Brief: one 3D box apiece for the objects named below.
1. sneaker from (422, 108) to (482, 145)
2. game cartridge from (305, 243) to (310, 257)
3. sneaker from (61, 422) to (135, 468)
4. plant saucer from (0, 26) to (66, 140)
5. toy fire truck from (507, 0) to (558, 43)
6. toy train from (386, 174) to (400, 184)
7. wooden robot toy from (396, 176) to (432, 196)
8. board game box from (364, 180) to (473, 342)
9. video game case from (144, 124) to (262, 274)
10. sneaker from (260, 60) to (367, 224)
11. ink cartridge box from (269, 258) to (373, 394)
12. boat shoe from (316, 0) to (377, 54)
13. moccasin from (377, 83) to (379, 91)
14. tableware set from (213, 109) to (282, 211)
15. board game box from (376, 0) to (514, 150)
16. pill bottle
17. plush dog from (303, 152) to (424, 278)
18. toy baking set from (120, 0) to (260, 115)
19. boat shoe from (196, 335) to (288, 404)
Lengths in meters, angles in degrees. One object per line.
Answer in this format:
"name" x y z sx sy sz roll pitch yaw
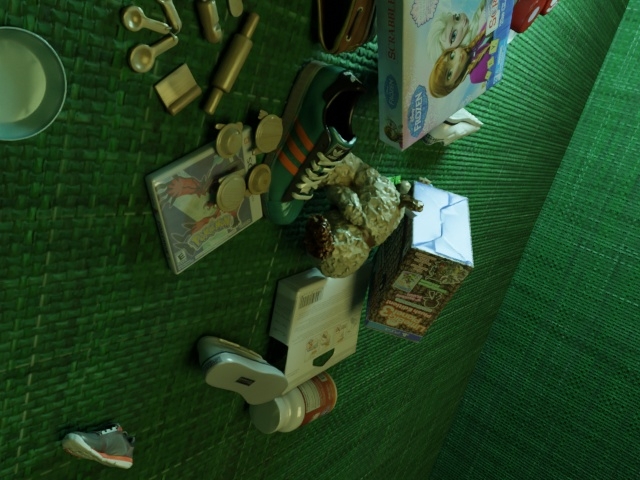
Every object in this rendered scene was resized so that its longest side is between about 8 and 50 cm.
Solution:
"sneaker" 0.345 -0.299 1.459 0.235 0.090 0.095 -11 134 -49
"game cartridge" 0.000 0.000 1.221 0.083 0.017 0.056 -40 146 -33
"sneaker" -0.361 0.329 0.913 0.158 0.061 0.065 64 32 -54
"plant saucer" -0.332 -0.167 0.589 0.119 0.021 0.119 -35 139 -38
"toy fire truck" 0.434 -0.538 1.337 0.302 0.169 0.254 -40 161 -32
"toy train" 0.172 -0.146 1.365 0.083 0.017 0.023 -21 120 -48
"wooden robot toy" 0.214 -0.118 1.427 0.079 0.076 0.173 44 73 -22
"board game box" 0.226 0.053 1.308 0.232 0.141 0.291 -78 -172 -47
"video game case" -0.177 -0.067 0.896 0.201 0.023 0.183 -38 141 -35
"sneaker" -0.013 -0.156 0.977 0.108 0.121 0.302 -4 117 -55
"ink cartridge box" 0.000 0.186 1.302 0.296 0.066 0.261 -16 122 -51
"boat shoe" 0.049 -0.442 0.861 0.104 0.111 0.307 -39 142 -36
"moccasin" 0.260 -0.378 1.205 0.342 0.138 0.117 -24 128 -48
"tableware set" -0.118 -0.127 0.898 0.141 0.020 0.168 -22 129 -50
"board game box" 0.235 -0.373 1.017 0.318 0.066 0.318 -37 144 -22
"pill bottle" -0.064 0.381 1.315 0.216 0.121 0.121 -1 114 -56
"plush dog" 0.067 -0.023 1.114 0.225 0.210 0.262 -55 149 -11
"toy baking set" -0.158 -0.294 0.743 0.256 0.030 0.197 -61 149 -3
"boat shoe" -0.158 0.259 1.116 0.096 0.088 0.267 -40 144 8
